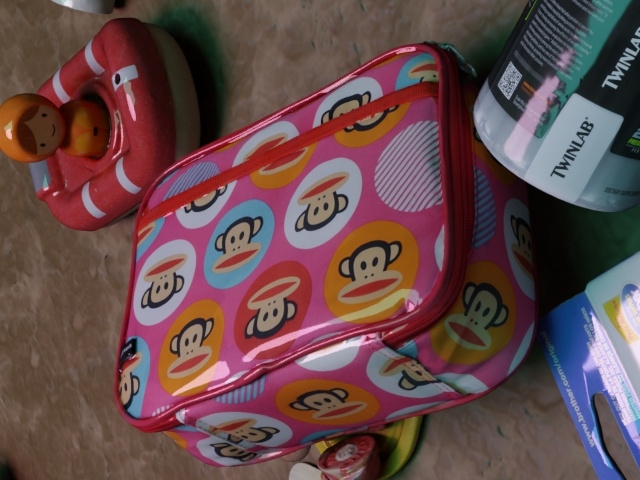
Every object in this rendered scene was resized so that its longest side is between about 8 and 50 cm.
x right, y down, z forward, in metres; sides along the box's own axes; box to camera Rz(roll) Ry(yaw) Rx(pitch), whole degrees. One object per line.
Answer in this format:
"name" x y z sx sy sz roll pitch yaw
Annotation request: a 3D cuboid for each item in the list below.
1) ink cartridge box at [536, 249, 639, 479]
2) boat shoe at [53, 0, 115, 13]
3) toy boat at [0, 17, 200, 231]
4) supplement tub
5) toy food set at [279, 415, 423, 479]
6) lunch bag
"ink cartridge box" 0.266 0.057 0.644 0.311 0.065 0.186 -38 68 41
"boat shoe" -0.267 -0.285 1.168 0.228 0.081 0.068 33 115 32
"toy boat" -0.212 -0.099 1.073 0.231 0.151 0.151 -29 74 45
"supplement tub" 0.174 -0.121 0.682 0.117 0.117 0.190 48 127 32
"toy food set" 0.009 0.118 0.920 0.128 0.071 0.218 26 113 42
"lunch bag" 0.000 0.000 0.828 0.293 0.120 0.258 -23 47 32
